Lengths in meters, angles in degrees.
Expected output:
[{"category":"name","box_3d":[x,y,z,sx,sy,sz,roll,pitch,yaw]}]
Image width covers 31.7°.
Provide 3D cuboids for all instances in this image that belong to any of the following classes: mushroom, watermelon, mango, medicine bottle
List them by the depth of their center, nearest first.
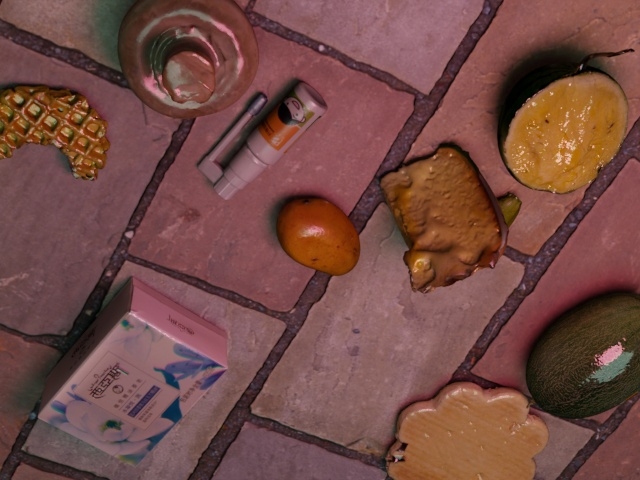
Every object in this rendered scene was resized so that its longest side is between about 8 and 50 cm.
[{"category":"mushroom","box_3d":[-0.186,-0.256,1.593,0.204,0.204,0.204,-3,121,-5]},{"category":"watermelon","box_3d":[0.362,-0.191,1.735,0.204,0.127,0.232,-12,126,-9]},{"category":"medicine bottle","box_3d":[-0.094,-0.159,1.748,0.092,0.061,0.220,45,109,-1]},{"category":"mango","box_3d":[0.003,-0.006,1.830,0.165,0.089,0.115,27,116,-24]}]

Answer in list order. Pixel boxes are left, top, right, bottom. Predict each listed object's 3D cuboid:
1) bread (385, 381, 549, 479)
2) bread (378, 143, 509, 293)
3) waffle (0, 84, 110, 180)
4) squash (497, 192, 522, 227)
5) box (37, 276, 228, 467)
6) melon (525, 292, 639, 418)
[{"category":"bread","box_3d":[0.273,0.383,2.118,0.315,0.054,0.316,-2,121,-4]},{"category":"bread","box_3d":[0.205,-0.011,1.781,0.174,0.252,0.133,-25,141,7]},{"category":"waffle","box_3d":[-0.416,-0.159,1.711,0.194,0.051,0.149,3,119,-9]},{"category":"squash","box_3d":[0.249,-0.008,1.873,0.201,0.066,0.066,-39,118,10]},{"category":"box","box_3d":[-0.317,0.227,1.917,0.203,0.116,0.274,35,112,-23]},{"category":"melon","box_3d":[0.471,0.207,1.960,0.287,0.182,0.182,-36,119,17]}]
